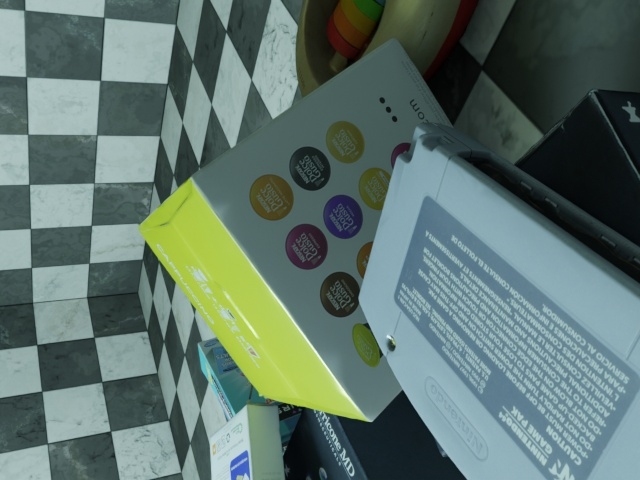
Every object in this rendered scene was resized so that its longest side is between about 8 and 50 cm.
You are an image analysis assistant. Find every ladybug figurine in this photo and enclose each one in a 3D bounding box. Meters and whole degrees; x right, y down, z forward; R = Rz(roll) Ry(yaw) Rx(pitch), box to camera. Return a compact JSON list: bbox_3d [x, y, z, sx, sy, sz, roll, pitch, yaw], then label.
[{"bbox_3d":[0.104,-0.349,0.940,0.449,0.161,0.305,-43,57,57],"label":"ladybug figurine"}]

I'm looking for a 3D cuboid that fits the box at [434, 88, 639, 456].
[{"bbox_3d":[0.263,0.041,0.533,0.294,0.296,0.183,-54,46,52],"label":"box"}]

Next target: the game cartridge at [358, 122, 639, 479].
[{"bbox_3d":[0.127,0.067,0.425,0.297,0.062,0.198,51,141,48],"label":"game cartridge"}]

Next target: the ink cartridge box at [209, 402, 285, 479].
[{"bbox_3d":[-0.106,0.453,0.949,0.176,0.069,0.371,-48,39,46],"label":"ink cartridge box"}]

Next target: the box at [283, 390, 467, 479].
[{"bbox_3d":[0.090,0.431,1.012,0.294,0.211,0.396,58,142,38],"label":"box"}]

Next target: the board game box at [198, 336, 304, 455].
[{"bbox_3d":[-0.075,0.286,1.270,0.336,0.253,0.079,42,142,53],"label":"board game box"}]

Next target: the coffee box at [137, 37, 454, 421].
[{"bbox_3d":[0.000,0.000,0.877,0.338,0.334,0.338,55,154,-9],"label":"coffee box"}]
